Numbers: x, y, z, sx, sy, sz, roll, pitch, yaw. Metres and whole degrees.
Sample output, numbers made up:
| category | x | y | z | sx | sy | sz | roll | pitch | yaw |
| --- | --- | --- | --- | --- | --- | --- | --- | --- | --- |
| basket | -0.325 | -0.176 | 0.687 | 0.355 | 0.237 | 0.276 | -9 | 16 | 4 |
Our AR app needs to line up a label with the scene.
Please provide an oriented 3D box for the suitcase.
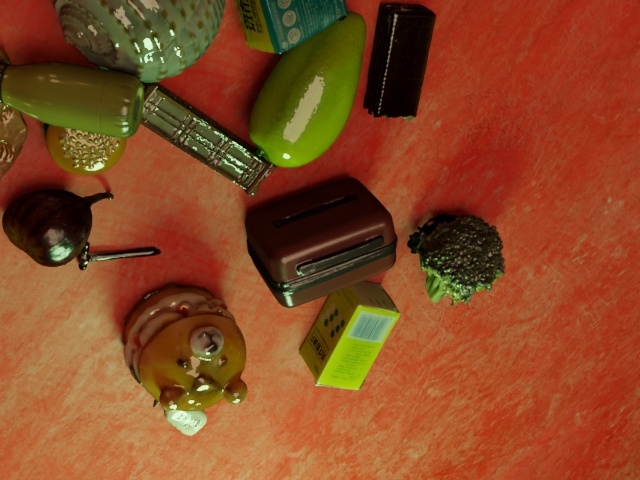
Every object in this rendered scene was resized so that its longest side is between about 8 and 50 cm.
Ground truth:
| category | x | y | z | sx | sy | sz | roll | pitch | yaw |
| --- | --- | --- | --- | --- | --- | --- | --- | --- | --- |
| suitcase | 0.000 | 0.000 | 1.917 | 0.297 | 0.236 | 0.161 | -20 | 126 | -15 |

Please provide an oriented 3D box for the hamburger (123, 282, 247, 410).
| category | x | y | z | sx | sy | sz | roll | pitch | yaw |
| --- | --- | --- | --- | --- | --- | --- | --- | --- | --- |
| hamburger | -0.287 | 0.255 | 1.944 | 0.276 | 0.237 | 0.276 | -15 | 126 | -21 |

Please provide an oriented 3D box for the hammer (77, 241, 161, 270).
| category | x | y | z | sx | sy | sz | roll | pitch | yaw |
| --- | --- | --- | --- | --- | --- | --- | --- | --- | --- |
| hammer | -0.421 | 0.027 | 1.864 | 0.178 | 0.021 | 0.065 | -4 | 121 | -25 |

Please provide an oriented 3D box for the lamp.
| category | x | y | z | sx | sy | sz | roll | pitch | yaw |
| --- | --- | --- | --- | --- | --- | --- | --- | --- | --- |
| lamp | -0.238 | -0.207 | 1.761 | 0.325 | 0.090 | 0.089 | 31 | 103 | -38 |

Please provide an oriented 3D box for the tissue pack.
| category | x | y | z | sx | sy | sz | roll | pitch | yaw |
| --- | --- | --- | --- | --- | --- | --- | --- | --- | --- |
| tissue pack | -0.073 | -0.501 | 1.609 | 0.192 | 0.134 | 0.271 | -34 | 130 | -24 |

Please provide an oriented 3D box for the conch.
| category | x | y | z | sx | sy | sz | roll | pitch | yaw |
| --- | --- | --- | --- | --- | --- | --- | --- | --- | --- |
| conch | -0.291 | -0.403 | 1.537 | 0.319 | 0.215 | 0.303 | -25 | 138 | -9 |

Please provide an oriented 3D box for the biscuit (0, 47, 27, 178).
| category | x | y | z | sx | sy | sz | roll | pitch | yaw |
| --- | --- | --- | --- | --- | --- | --- | --- | --- | --- |
| biscuit | -0.671 | -0.190 | 1.577 | 0.269 | 0.051 | 0.376 | 16 | 109 | -36 |

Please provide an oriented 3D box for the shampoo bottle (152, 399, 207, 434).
| category | x | y | z | sx | sy | sz | roll | pitch | yaw |
| --- | --- | --- | --- | --- | --- | --- | --- | --- | --- |
| shampoo bottle | -0.344 | 0.412 | 2.136 | 0.077 | 0.045 | 0.152 | -41 | 128 | 3 |

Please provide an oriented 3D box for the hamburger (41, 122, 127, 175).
| category | x | y | z | sx | sy | sz | roll | pitch | yaw |
| --- | --- | --- | --- | --- | --- | --- | --- | --- | --- |
| hamburger | -0.438 | -0.202 | 1.647 | 0.162 | 0.115 | 0.162 | -12 | 123 | -19 |

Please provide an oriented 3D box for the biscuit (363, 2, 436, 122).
| category | x | y | z | sx | sy | sz | roll | pitch | yaw |
| --- | --- | --- | --- | --- | --- | --- | --- | --- | --- |
| biscuit | 0.166 | -0.372 | 1.867 | 0.106 | 0.070 | 0.252 | -6 | 122 | -22 |

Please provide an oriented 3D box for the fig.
| category | x | y | z | sx | sy | sz | roll | pitch | yaw |
| --- | --- | --- | --- | --- | --- | --- | --- | --- | --- |
| fig | -0.503 | -0.032 | 1.699 | 0.202 | 0.149 | 0.148 | -25 | 147 | 1 |

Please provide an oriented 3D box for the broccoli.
| category | x | y | z | sx | sy | sz | roll | pitch | yaw |
| --- | --- | --- | --- | --- | --- | --- | --- | --- | --- |
| broccoli | 0.319 | 0.051 | 2.169 | 0.247 | 0.263 | 0.243 | 23 | 140 | -2 |

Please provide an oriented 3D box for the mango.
| category | x | y | z | sx | sy | sz | roll | pitch | yaw |
| --- | --- | --- | --- | --- | --- | --- | --- | --- | --- |
| mango | -0.012 | -0.303 | 1.769 | 0.192 | 0.156 | 0.343 | 23 | 102 | -45 |

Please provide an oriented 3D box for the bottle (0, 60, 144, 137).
| category | x | y | z | sx | sy | sz | roll | pitch | yaw |
| --- | --- | --- | --- | --- | --- | --- | --- | --- | --- |
| bottle | -0.442 | -0.250 | 1.521 | 0.260 | 0.112 | 0.112 | 10 | 118 | -1 |

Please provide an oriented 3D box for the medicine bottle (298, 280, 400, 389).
| category | x | y | z | sx | sy | sz | roll | pitch | yaw |
| --- | --- | --- | --- | --- | --- | --- | --- | --- | --- |
| medicine bottle | 0.070 | 0.229 | 2.164 | 0.141 | 0.137 | 0.250 | 14 | 113 | -34 |
